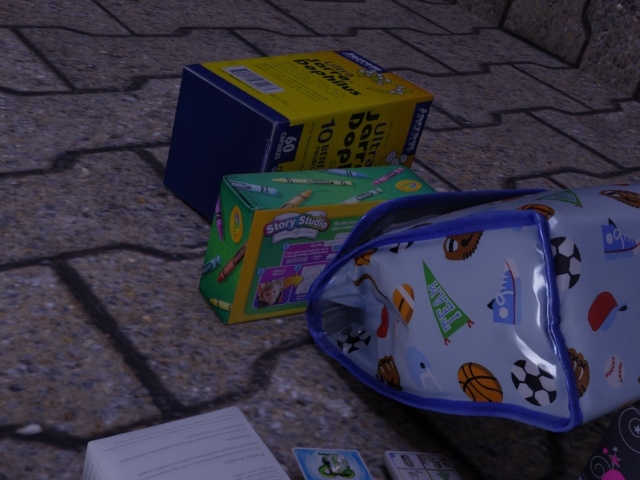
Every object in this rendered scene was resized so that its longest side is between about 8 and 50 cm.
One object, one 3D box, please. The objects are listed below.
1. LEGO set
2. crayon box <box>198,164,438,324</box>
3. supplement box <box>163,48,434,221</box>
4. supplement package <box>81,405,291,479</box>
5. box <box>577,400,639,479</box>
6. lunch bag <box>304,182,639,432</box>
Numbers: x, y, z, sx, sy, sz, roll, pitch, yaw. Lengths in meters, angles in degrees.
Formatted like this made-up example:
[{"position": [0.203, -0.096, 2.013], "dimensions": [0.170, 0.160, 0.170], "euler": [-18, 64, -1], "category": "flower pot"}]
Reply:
[{"position": [0.048, 0.269, 0.777], "dimensions": [0.244, 0.060, 0.182], "euler": [10, 26, -28], "category": "LEGO set"}, {"position": [0.000, 0.000, 1.065], "dimensions": [0.278, 0.165, 0.081], "euler": [-6, 37, -34], "category": "crayon box"}, {"position": [-0.027, -0.155, 1.282], "dimensions": [0.195, 0.194, 0.357], "euler": [35, 35, 30], "category": "supplement box"}, {"position": [-0.071, 0.261, 0.617], "dimensions": [0.134, 0.139, 0.244], "euler": [-7, 36, -37], "category": "supplement package"}, {"position": [0.408, 0.270, 0.833], "dimensions": [0.163, 0.142, 0.247], "euler": [-6, 36, -34], "category": "box"}, {"position": [0.211, 0.056, 0.953], "dimensions": [0.328, 0.238, 0.385], "euler": [-7, -2, -34], "category": "lunch bag"}]
